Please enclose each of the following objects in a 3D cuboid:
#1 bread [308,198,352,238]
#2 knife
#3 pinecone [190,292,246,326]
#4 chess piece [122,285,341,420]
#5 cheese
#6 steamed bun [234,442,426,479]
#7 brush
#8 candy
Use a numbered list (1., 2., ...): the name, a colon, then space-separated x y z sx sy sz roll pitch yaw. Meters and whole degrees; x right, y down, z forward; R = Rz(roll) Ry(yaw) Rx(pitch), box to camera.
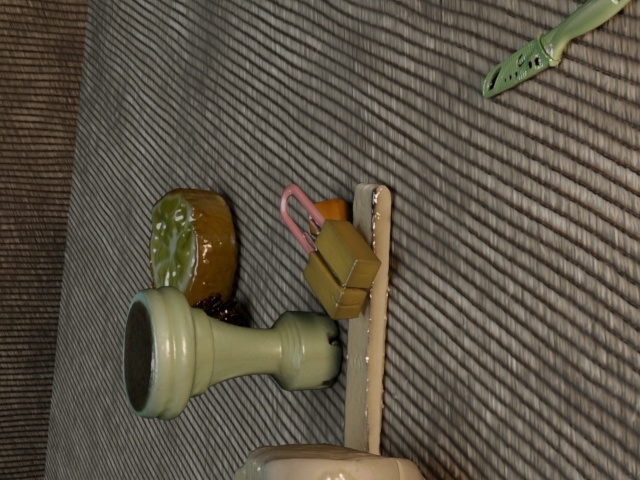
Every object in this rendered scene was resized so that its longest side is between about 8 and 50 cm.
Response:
1. bread: 0.017 -0.010 1.753 0.049 0.062 0.103 131 135 -72
2. knife: 0.250 -0.209 1.290 0.293 0.020 0.043 151 115 -64
3. pinecone: -0.193 0.165 2.148 0.121 0.140 0.140 56 145 16
4. chess piece: -0.126 0.164 1.780 0.194 0.299 0.194 -179 90 -66
5. cheese: 0.064 0.120 1.684 0.085 0.034 0.400 -172 84 -68
6. steamed bun: 0.018 0.381 1.529 0.383 0.236 0.247 135 137 -70
7. brush: 0.000 0.000 1.702 0.233 0.047 0.103 54 132 43
8. candy: -0.243 0.026 2.274 0.260 0.118 0.260 0 90 63
